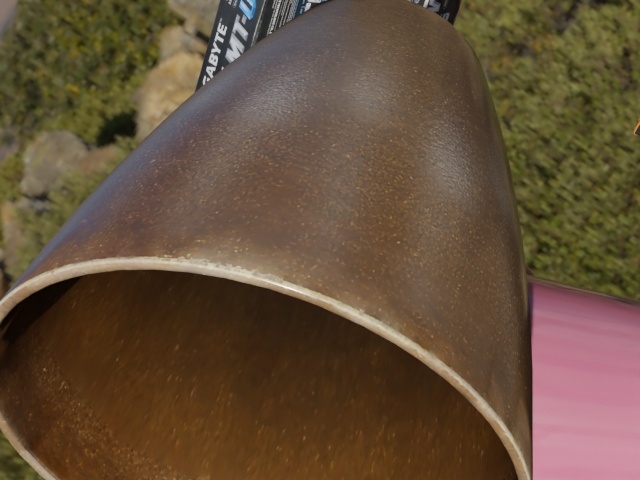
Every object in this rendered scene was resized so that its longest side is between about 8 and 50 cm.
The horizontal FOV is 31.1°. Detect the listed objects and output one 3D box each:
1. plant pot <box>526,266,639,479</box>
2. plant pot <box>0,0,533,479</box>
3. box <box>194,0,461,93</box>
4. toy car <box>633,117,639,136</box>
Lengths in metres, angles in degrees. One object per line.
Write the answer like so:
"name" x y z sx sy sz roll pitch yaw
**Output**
"plant pot" 0.142 0.107 0.684 0.180 0.201 0.201 0 62 36
"plant pot" 0.000 0.000 0.507 0.215 0.215 0.230 -33 28 43
"box" 0.031 -0.252 1.194 0.073 0.293 0.295 37 121 35
"toy car" 0.331 -0.144 1.082 0.040 0.060 0.122 -91 2 -45
